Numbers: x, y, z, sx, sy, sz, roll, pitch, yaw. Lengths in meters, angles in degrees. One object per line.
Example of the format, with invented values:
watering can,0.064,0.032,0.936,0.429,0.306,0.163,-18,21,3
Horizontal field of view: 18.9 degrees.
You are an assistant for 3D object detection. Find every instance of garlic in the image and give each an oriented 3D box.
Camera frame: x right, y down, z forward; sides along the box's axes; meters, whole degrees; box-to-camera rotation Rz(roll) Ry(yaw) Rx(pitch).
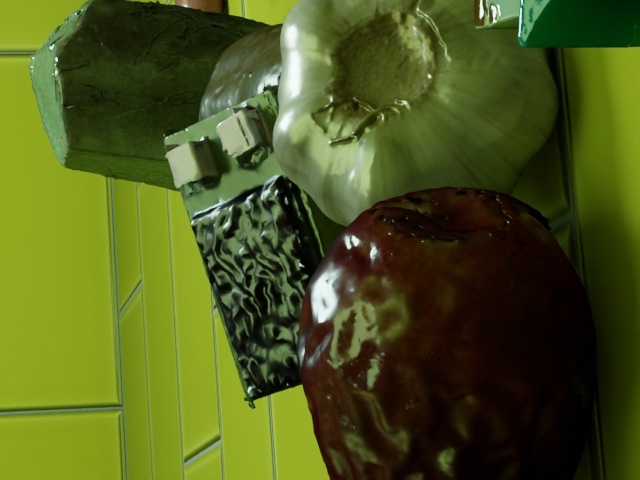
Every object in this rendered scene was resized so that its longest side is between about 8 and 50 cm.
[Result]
garlic,0.080,-0.074,1.291,0.226,0.199,0.199,41,-142,-61

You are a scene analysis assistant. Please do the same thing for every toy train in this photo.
toy train,0.000,0.000,1.386,0.134,0.177,0.261,-21,86,42

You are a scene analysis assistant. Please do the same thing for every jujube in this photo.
jujube,0.078,0.084,1.169,0.183,0.183,0.243,-111,13,-55

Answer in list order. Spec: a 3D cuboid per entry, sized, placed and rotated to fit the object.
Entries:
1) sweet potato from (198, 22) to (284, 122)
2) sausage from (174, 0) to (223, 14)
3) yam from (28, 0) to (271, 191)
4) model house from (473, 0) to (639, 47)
sweet potato,-0.004,-0.109,1.602,0.369,0.157,0.158,176,92,-70
sausage,-0.153,-0.326,2.379,0.062,0.062,0.154,119,148,-65
yam,-0.159,-0.148,1.986,0.202,0.271,0.201,151,119,-69
model house,0.148,-0.166,1.017,0.149,0.100,0.127,-149,58,-73
